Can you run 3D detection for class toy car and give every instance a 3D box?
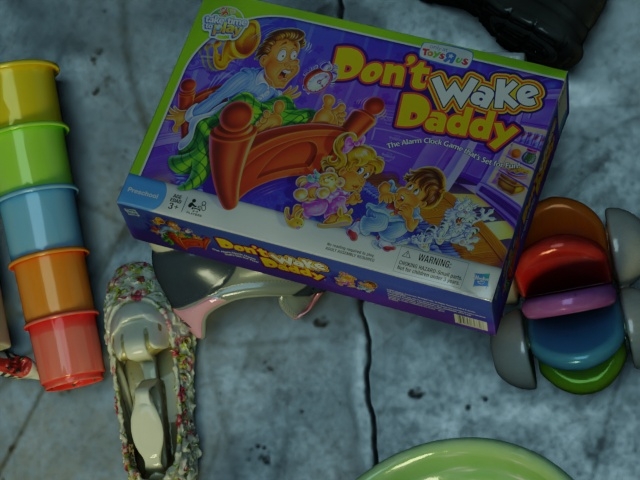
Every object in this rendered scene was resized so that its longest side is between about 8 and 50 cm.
[{"bbox_3d":[0.225,0.047,1.722,0.159,0.136,0.182,-10,79,7],"label":"toy car"}]

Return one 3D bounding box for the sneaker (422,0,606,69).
[{"bbox_3d":[0.150,-0.281,1.820,0.286,0.109,0.130,33,77,6],"label":"sneaker"}]

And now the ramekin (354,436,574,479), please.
[{"bbox_3d":[0.134,0.336,1.638,0.303,0.148,0.303,-13,59,22],"label":"ramekin"}]

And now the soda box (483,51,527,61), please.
[{"bbox_3d":[0.089,-0.138,1.812,0.216,0.069,0.074,2,81,9],"label":"soda box"}]

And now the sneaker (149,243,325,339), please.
[{"bbox_3d":[0.000,0.000,1.801,0.319,0.112,0.131,-14,106,3],"label":"sneaker"}]

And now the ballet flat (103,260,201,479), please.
[{"bbox_3d":[-0.160,0.131,1.804,0.091,0.077,0.241,-14,78,8],"label":"ballet flat"}]

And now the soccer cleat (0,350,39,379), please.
[{"bbox_3d":[-0.307,0.122,1.855,0.083,0.035,0.029,6,71,34],"label":"soccer cleat"}]

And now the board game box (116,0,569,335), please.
[{"bbox_3d":[0.023,-0.075,1.703,0.347,0.078,0.233,14,67,14],"label":"board game box"}]

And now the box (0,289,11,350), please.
[{"bbox_3d":[-0.413,-0.031,1.837,0.148,0.121,0.311,-19,77,21],"label":"box"}]

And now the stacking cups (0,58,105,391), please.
[{"bbox_3d":[-0.276,-0.011,1.846,0.096,0.096,0.316,-11,82,8],"label":"stacking cups"}]
